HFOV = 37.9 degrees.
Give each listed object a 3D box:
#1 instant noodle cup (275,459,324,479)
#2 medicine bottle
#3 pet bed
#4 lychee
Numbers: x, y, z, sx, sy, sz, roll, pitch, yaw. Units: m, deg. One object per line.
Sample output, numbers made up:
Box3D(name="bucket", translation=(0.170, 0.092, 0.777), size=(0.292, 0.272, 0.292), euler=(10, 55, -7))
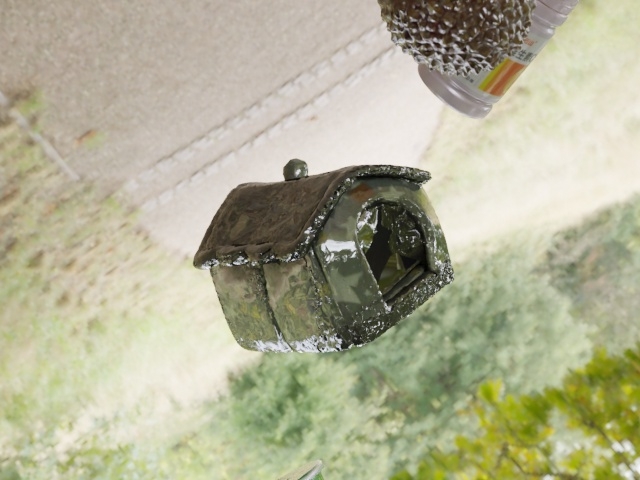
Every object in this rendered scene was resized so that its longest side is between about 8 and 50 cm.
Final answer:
Box3D(name="instant noodle cup", translation=(-0.029, 0.338, 0.783), size=(0.207, 0.232, 0.207), euler=(-29, 172, -5))
Box3D(name="medicine bottle", translation=(0.261, -0.307, 1.338), size=(0.133, 0.133, 0.249), euler=(-14, 147, -56))
Box3D(name="pet bed", translation=(0.000, 0.000, 0.900), size=(0.183, 0.159, 0.211), euler=(-31, -167, -35))
Box3D(name="lychee", translation=(0.152, -0.265, 1.016), size=(0.188, 0.188, 0.188), euler=(-36, 162, -14))
